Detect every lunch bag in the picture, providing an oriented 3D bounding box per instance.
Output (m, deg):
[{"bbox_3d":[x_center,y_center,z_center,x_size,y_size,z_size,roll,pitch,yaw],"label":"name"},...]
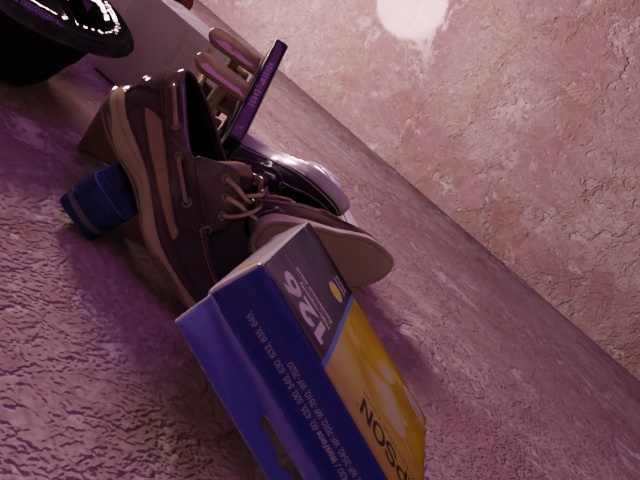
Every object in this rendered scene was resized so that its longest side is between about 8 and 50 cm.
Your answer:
[{"bbox_3d":[-0.257,-0.047,0.702,0.067,0.065,0.098,60,15,-10],"label":"lunch bag"}]

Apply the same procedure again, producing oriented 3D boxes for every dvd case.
[{"bbox_3d":[-0.137,-0.206,0.988,0.030,0.179,0.238,29,54,-17],"label":"dvd case"}]

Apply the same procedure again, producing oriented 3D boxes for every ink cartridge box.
[{"bbox_3d":[0.011,0.145,0.602,0.303,0.072,0.307,61,13,-6],"label":"ink cartridge box"}]

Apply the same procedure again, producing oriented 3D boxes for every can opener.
[{"bbox_3d":[-0.118,-0.041,0.890,0.073,0.059,0.186,8,61,-4],"label":"can opener"}]

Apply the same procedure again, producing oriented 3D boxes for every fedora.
[{"bbox_3d":[-0.452,-0.338,0.895,0.334,0.152,0.334,36,20,-16],"label":"fedora"}]

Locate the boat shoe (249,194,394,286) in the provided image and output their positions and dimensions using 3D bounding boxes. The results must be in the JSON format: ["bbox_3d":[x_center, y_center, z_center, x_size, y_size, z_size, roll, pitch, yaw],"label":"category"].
[{"bbox_3d":[0.000,0.000,1.038,0.324,0.116,0.096,17,30,-39],"label":"boat shoe"}]

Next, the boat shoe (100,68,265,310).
[{"bbox_3d":[-0.141,-0.052,0.709,0.355,0.130,0.132,63,17,5],"label":"boat shoe"}]

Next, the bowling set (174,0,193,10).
[{"bbox_3d":[-0.309,-0.464,1.364,0.287,0.199,0.154,31,13,11],"label":"bowling set"}]

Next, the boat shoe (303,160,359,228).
[{"bbox_3d":[-0.006,-0.078,1.234,0.094,0.109,0.302,21,27,-41],"label":"boat shoe"}]

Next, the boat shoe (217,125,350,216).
[{"bbox_3d":[-0.092,-0.108,1.082,0.301,0.102,0.108,31,-19,13],"label":"boat shoe"}]

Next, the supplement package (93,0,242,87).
[{"bbox_3d":[-0.300,-0.360,1.192,0.203,0.194,0.149,42,17,9],"label":"supplement package"}]

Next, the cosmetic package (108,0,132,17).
[{"bbox_3d":[-0.577,-0.701,1.268,0.329,0.327,0.394,48,18,28],"label":"cosmetic package"}]

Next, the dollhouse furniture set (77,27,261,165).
[{"bbox_3d":[-0.237,-0.204,0.915,0.161,0.212,0.242,32,44,-22],"label":"dollhouse furniture set"}]
